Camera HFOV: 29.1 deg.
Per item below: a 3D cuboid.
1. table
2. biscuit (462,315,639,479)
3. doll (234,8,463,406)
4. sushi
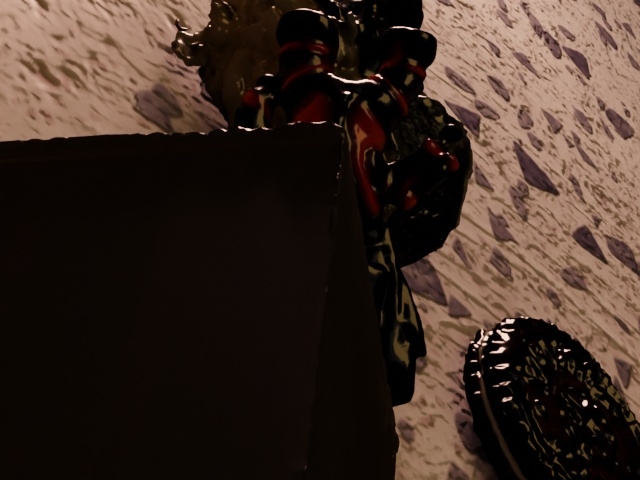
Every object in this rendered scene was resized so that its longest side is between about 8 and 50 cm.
[{"bbox_3d":[-0.071,0.090,0.398,0.193,0.172,0.169,-83,167,-46],"label":"table"},{"bbox_3d":[0.172,0.136,0.861,0.194,0.053,0.195,35,34,-28],"label":"biscuit"},{"bbox_3d":[0.002,0.001,0.657,0.088,0.127,0.249,30,63,-55],"label":"doll"},{"bbox_3d":[0.011,-0.083,0.772,0.115,0.147,0.213,2,62,-55],"label":"sushi"}]
